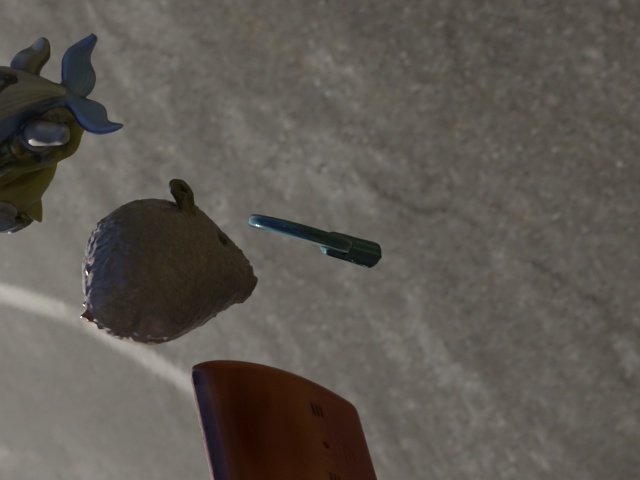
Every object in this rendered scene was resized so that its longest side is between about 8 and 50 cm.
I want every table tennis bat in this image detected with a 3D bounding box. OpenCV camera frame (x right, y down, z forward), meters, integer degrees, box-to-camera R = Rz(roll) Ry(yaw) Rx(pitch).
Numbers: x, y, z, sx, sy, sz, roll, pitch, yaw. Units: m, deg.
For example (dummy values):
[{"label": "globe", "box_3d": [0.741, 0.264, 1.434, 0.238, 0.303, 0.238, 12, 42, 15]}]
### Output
[{"label": "table tennis bat", "box_3d": [0.000, 0.000, 1.938, 0.124, 0.201, 0.033, 14, 89, 45]}]

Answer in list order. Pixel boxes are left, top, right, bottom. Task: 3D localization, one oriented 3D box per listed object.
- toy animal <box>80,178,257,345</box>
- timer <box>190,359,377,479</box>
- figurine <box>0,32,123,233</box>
[{"label": "toy animal", "box_3d": [-0.265, 0.047, 2.570, 0.188, 0.358, 0.226, -34, 85, 33]}, {"label": "timer", "box_3d": [-0.053, 0.287, 2.010, 0.250, 0.161, 0.257, 35, -151, -44]}, {"label": "figurine", "box_3d": [-0.259, -0.083, 1.319, 0.184, 0.208, 0.128, 54, -164, -62]}]
